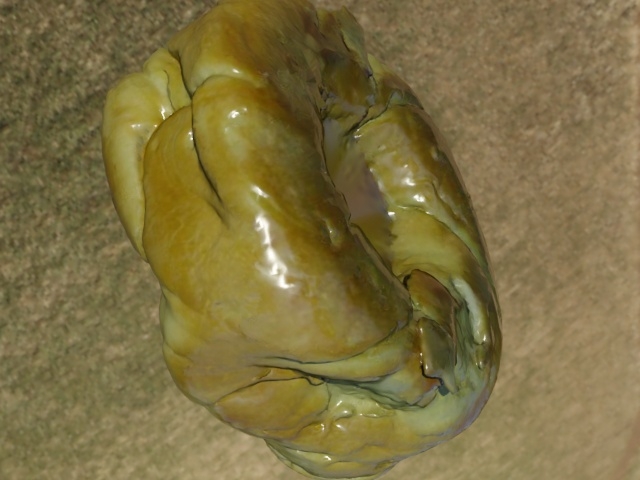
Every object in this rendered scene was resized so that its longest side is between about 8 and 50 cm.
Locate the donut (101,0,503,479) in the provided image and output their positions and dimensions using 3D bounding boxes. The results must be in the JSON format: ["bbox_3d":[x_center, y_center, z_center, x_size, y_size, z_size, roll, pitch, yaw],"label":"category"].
[{"bbox_3d":[0.000,0.000,0.678,0.170,0.360,0.360,-26,162,28],"label":"donut"}]
